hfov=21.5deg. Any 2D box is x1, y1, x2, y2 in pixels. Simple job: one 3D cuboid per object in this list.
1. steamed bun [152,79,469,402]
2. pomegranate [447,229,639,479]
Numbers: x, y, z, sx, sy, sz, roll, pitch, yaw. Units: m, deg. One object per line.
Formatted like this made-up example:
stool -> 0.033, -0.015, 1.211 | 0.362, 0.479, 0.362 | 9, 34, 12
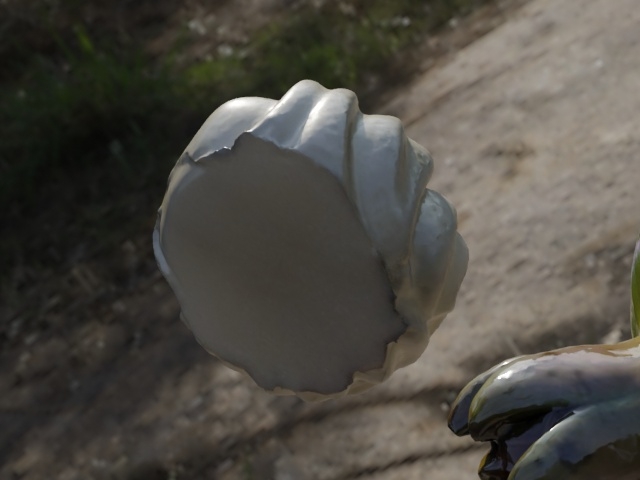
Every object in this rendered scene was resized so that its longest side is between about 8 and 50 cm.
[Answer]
steamed bun -> 0.000, 0.000, 0.919 | 0.183, 0.182, 0.106 | -15, 17, 38
pomegranate -> 0.151, 0.026, 0.496 | 0.179, 0.211, 0.179 | -166, 90, -76
